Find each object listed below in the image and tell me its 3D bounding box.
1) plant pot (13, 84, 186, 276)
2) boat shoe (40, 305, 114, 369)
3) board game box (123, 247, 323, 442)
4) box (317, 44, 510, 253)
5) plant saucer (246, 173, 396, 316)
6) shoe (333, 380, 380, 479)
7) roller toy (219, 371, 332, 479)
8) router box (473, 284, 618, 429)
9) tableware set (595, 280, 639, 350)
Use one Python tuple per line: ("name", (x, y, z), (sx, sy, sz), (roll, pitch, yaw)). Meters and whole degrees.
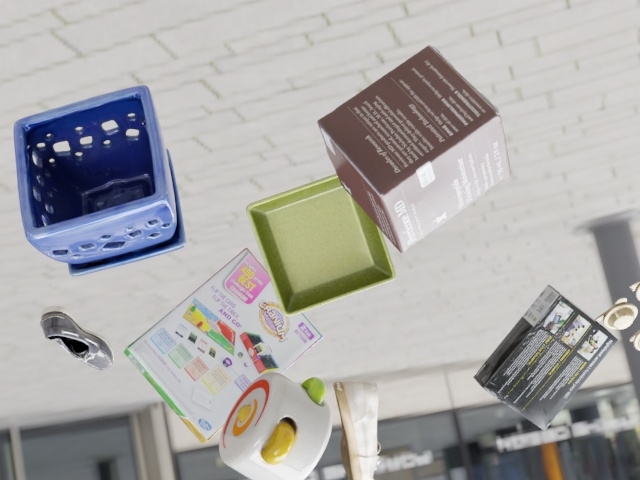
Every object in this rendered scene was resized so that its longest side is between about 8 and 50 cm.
("plant pot", (-0.348, -0.081, 1.943), (0.236, 0.236, 0.212), (-15, 151, 1))
("boat shoe", (-0.457, 0.201, 2.236), (0.075, 0.065, 0.206), (-21, 139, 14))
("board game box", (-0.189, 0.205, 2.352), (0.316, 0.242, 0.064), (-40, 180, -20))
("box", (0.135, -0.129, 1.689), (0.203, 0.167, 0.168), (-36, 148, -6))
("plant saucer", (0.000, 0.000, 1.855), (0.188, 0.188, 0.045), (-19, -170, -2))
("shoe", (0.060, 0.281, 1.651), (0.058, 0.076, 0.219), (-14, 125, -8))
("roller toy", (-0.087, 0.343, 2.139), (0.146, 0.209, 0.191), (33, 131, -19))
("router box", (0.332, 0.174, 1.754), (0.133, 0.179, 0.046), (36, -174, -22))
("tableware set", (0.506, 0.106, 1.807), (0.169, 0.020, 0.141), (25, 121, -35))
